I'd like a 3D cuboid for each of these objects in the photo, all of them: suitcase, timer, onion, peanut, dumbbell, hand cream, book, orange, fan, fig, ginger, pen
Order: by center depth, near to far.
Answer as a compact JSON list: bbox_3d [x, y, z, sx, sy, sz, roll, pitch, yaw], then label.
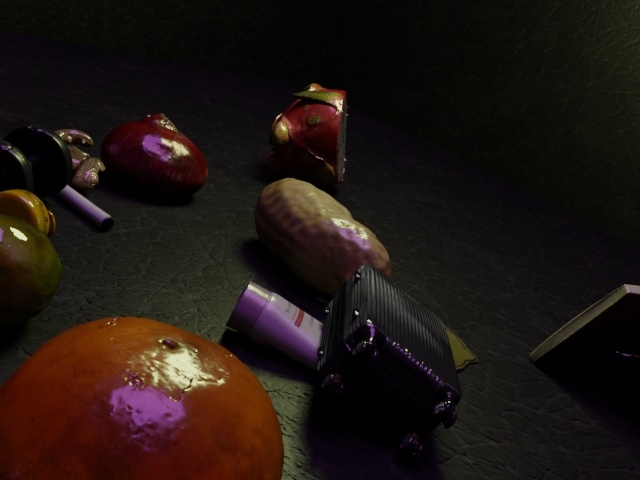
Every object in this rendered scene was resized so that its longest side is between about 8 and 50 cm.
[{"bbox_3d":[-0.173,0.198,0.686,0.283,0.226,0.284,22,13,-5],"label":"orange"},{"bbox_3d":[-0.435,0.051,0.977,0.167,0.167,0.233,26,-17,18],"label":"fig"},{"bbox_3d":[0.104,0.170,1.102,0.202,0.128,0.312,38,16,-8],"label":"suitcase"},{"bbox_3d":[-0.498,-0.028,1.164,0.107,0.107,0.109,22,16,7],"label":"timer"},{"bbox_3d":[-0.028,0.159,1.165,0.247,0.083,0.133,28,20,-7],"label":"hand cream"},{"bbox_3d":[-0.560,-0.130,1.323,0.143,0.143,0.325,20,19,2],"label":"dumbbell"},{"bbox_3d":[0.148,0.170,1.382,0.334,0.011,0.229,20,18,2],"label":"fan"},{"bbox_3d":[-0.501,-0.090,1.441,0.269,0.033,0.033,31,22,30],"label":"pen"},{"bbox_3d":[0.000,0.000,1.471,0.192,0.170,0.387,11,22,-40],"label":"peanut"},{"bbox_3d":[0.647,0.183,1.477,0.388,0.269,0.032,6,50,-31],"label":"book"},{"bbox_3d":[-0.560,-0.175,1.584,0.149,0.065,0.259,-5,34,-25],"label":"ginger"},{"bbox_3d":[-0.379,-0.193,1.661,0.248,0.161,0.248,16,37,-13],"label":"onion"}]

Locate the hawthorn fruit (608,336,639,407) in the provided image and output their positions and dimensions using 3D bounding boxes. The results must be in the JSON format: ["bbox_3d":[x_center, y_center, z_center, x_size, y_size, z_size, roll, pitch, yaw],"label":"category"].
[{"bbox_3d":[0.693,0.238,1.369,0.300,0.254,0.254,17,19,3],"label":"hawthorn fruit"}]

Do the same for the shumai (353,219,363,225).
[{"bbox_3d":[0.074,-0.001,1.663,0.123,0.087,0.099,30,20,25],"label":"shumai"}]

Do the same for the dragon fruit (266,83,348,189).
[{"bbox_3d":[-0.040,-0.297,2.084,0.225,0.306,0.305,5,18,8],"label":"dragon fruit"}]
